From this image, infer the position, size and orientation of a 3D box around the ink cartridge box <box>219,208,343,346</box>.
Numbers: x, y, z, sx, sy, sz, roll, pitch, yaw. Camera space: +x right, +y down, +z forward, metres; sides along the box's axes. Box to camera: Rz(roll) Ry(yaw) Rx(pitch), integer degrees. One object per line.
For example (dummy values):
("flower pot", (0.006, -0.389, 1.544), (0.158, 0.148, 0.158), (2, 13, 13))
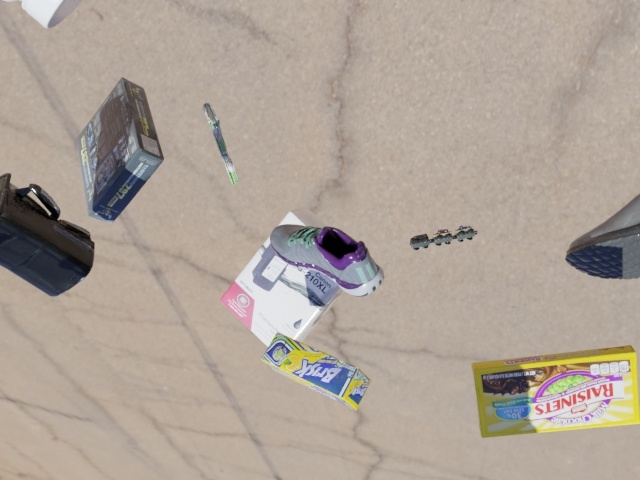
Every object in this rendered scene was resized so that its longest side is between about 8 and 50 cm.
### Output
("ink cartridge box", (-0.052, 0.080, 1.315), (0.172, 0.100, 0.237), (42, 105, 11))

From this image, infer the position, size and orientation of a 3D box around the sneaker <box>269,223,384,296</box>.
("sneaker", (0.000, 0.000, 1.023), (0.223, 0.083, 0.098), (23, 149, 38))

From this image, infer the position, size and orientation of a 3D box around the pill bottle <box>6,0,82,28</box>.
("pill bottle", (-0.356, -0.345, 0.744), (0.208, 0.119, 0.119), (42, 141, -18))

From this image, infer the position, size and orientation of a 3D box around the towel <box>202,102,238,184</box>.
("towel", (-0.207, -0.204, 1.410), (0.023, 0.113, 0.152), (-21, 124, -5))

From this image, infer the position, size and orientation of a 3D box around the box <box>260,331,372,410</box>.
("box", (-0.008, 0.202, 1.051), (0.169, 0.054, 0.059), (16, 158, 37))

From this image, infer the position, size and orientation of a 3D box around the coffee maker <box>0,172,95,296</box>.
("coffee maker", (-0.459, 0.013, 1.054), (0.120, 0.171, 0.178), (-13, 142, 33))

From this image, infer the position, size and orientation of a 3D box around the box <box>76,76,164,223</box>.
("box", (-0.396, -0.177, 1.311), (0.059, 0.233, 0.183), (23, 122, -43))

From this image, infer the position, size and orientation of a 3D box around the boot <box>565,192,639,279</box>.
("boot", (0.550, -0.081, 1.076), (0.118, 0.223, 0.338), (31, 145, -22))

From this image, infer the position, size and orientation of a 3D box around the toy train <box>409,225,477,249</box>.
("toy train", (0.279, -0.008, 1.531), (0.158, 0.036, 0.027), (-10, 129, -6))

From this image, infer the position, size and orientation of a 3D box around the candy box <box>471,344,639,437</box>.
("candy box", (0.309, 0.201, 0.887), (0.206, 0.027, 0.105), (-8, 107, 8))
